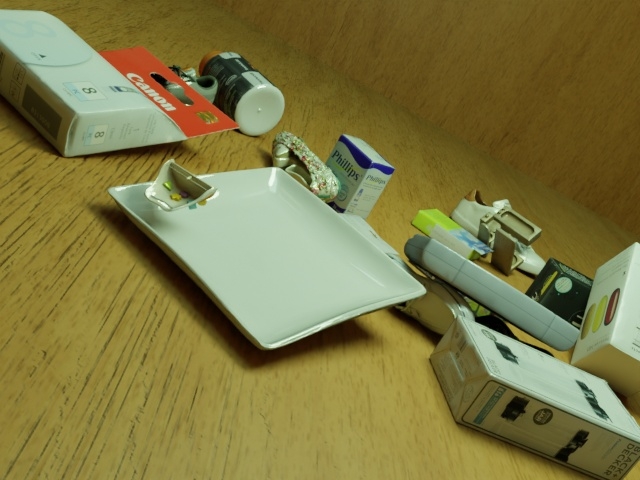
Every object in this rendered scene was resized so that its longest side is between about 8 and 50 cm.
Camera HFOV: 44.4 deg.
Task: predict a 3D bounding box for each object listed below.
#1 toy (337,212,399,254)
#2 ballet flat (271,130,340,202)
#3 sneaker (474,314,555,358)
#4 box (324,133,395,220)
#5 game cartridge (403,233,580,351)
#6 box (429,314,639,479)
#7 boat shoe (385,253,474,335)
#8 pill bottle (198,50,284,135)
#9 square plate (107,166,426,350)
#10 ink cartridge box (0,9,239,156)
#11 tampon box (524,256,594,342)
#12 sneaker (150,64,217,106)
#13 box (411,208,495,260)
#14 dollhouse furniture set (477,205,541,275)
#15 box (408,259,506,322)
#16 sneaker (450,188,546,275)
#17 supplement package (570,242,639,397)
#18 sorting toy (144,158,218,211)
[{"bbox_3d":[0.000,0.000,1.322,0.237,0.056,0.137,7,28,-37],"label":"toy"},{"bbox_3d":[-0.050,-0.156,1.617,0.077,0.091,0.241,-14,39,-33],"label":"ballet flat"},{"bbox_3d":[0.318,0.187,1.315,0.078,0.067,0.188,9,22,-42],"label":"sneaker"},{"bbox_3d":[0.066,-0.129,1.623,0.072,0.137,0.126,11,26,-42],"label":"box"},{"bbox_3d":[0.282,0.087,1.320,0.294,0.060,0.196,32,-3,-5],"label":"game cartridge"},{"bbox_3d":[0.319,0.234,1.153,0.289,0.087,0.169,24,20,-17],"label":"box"},{"bbox_3d":[0.149,0.095,1.295,0.075,0.083,0.226,-3,25,-41],"label":"boat shoe"},{"bbox_3d":[-0.195,-0.354,1.821,0.130,0.130,0.246,11,27,-44],"label":"pill bottle"},{"bbox_3d":[-0.072,0.015,1.115,0.347,0.049,0.344,40,33,28],"label":"square plate"},{"bbox_3d":[-0.354,-0.283,1.339,0.308,0.091,0.385,41,35,23],"label":"ink cartridge box"},{"bbox_3d":[0.535,0.135,1.673,0.161,0.120,0.101,28,18,-7],"label":"tampon box"},{"bbox_3d":[-0.316,-0.309,1.567,0.100,0.108,0.271,43,24,28],"label":"sneaker"},{"bbox_3d":[0.310,-0.008,1.823,0.178,0.042,0.109,38,21,21],"label":"box"},{"bbox_3d":[0.450,-0.034,1.866,0.151,0.123,0.144,-35,55,-22],"label":"dollhouse furniture set"},{"bbox_3d":[0.282,0.087,1.552,0.207,0.036,0.114,42,22,30],"label":"box"},{"bbox_3d":[0.470,-0.028,1.994,0.290,0.123,0.106,41,19,25],"label":"sneaker"},{"bbox_3d":[0.602,0.154,1.517,0.133,0.139,0.244,30,58,-2],"label":"supplement package"},{"bbox_3d":[-0.197,-0.064,1.067,0.083,0.045,0.075,32,38,18],"label":"sorting toy"}]
